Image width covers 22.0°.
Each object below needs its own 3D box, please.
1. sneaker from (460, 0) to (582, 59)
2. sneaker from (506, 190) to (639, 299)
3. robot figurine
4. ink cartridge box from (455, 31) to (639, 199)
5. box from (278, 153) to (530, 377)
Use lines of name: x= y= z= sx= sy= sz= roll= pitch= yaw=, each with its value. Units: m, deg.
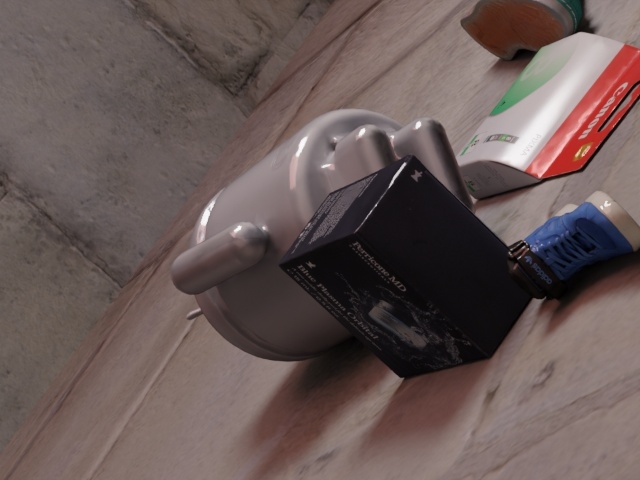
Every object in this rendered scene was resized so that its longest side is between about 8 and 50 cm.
sneaker: x=0.253 y=-0.293 z=1.950 sx=0.121 sy=0.108 sz=0.302 roll=-52 pitch=10 yaw=-3
sneaker: x=0.189 y=0.010 z=1.252 sx=0.084 sy=0.058 sz=0.152 roll=-42 pitch=6 yaw=-7
robot figurine: x=0.000 y=0.000 z=1.631 sx=0.300 sy=0.199 sz=0.353 roll=-6 pitch=-18 yaw=-38
ink cartridge box: x=0.234 y=-0.132 z=1.611 sx=0.181 sy=0.056 sz=0.225 roll=-51 pitch=10 yaw=-17
box: x=0.072 y=0.026 z=1.384 sx=0.093 sy=0.156 sz=0.158 roll=-53 pitch=13 yaw=-25
